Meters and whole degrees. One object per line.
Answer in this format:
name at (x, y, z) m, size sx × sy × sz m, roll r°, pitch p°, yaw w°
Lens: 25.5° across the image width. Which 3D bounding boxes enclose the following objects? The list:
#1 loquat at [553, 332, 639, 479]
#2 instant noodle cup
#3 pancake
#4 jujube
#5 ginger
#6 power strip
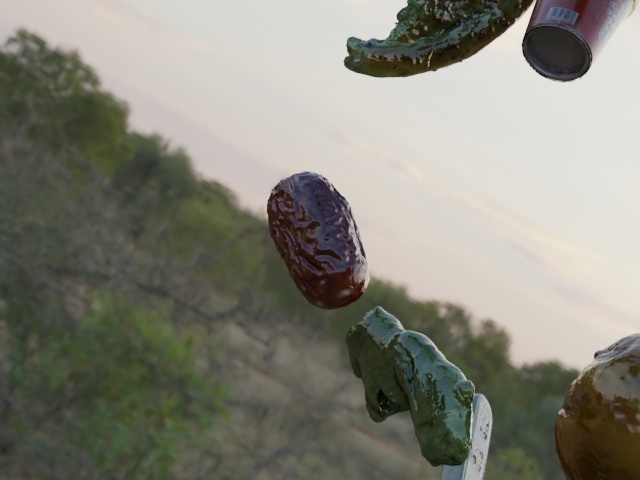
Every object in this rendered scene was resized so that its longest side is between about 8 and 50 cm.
loquat at (0.463, 0.260, 1.890) m, size 0.284 × 0.276 × 0.276 m, roll 37°, pitch 1°, yaw 29°
instant noodle cup at (0.304, -0.265, 1.693) m, size 0.127 × 0.136 × 0.127 m, roll 19°, pitch -37°, yaw 15°
pancake at (0.200, -0.338, 2.001) m, size 0.054 × 0.376 × 0.197 m, roll 50°, pitch -5°, yaw 49°
jujube at (0.000, 0.000, 1.731) m, size 0.112 × 0.109 × 0.176 m, roll 0°, pitch 54°, yaw -38°
ginger at (0.121, 0.197, 1.903) m, size 0.089 × 0.137 × 0.290 m, roll 33°, pitch -1°, yaw -40°
power strip at (0.216, 0.351, 2.144) m, size 0.048 × 0.286 × 0.080 m, roll -7°, pitch -43°, yaw 26°
